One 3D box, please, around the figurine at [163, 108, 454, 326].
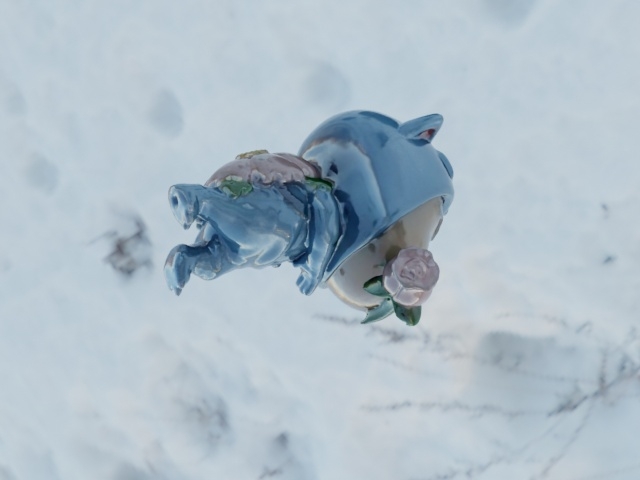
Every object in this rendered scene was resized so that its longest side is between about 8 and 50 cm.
[{"bbox_3d":[0.003,0.000,0.863,0.144,0.178,0.114,62,147,27],"label":"figurine"}]
